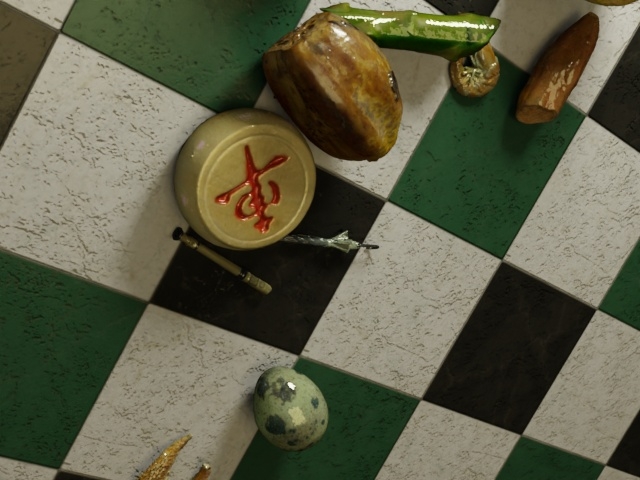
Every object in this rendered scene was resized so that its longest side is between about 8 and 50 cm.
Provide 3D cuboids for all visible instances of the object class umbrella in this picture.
[{"bbox_3d":[0.003,-0.001,1.801,0.268,0.044,0.044,5,78,-32],"label":"umbrella"}]

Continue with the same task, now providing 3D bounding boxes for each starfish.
[{"bbox_3d":[-0.354,0.510,1.816,0.302,0.060,0.299,0,114,-29],"label":"starfish"}]

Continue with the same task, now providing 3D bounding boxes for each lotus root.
[{"bbox_3d":[0.037,-0.254,1.622,0.193,0.193,0.291,-44,124,-6],"label":"lotus root"}]

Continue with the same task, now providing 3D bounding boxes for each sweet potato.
[{"bbox_3d":[0.476,-0.335,1.886,0.097,0.097,0.252,31,96,-36],"label":"sweet potato"}]

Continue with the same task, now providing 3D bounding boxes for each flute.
[{"bbox_3d":[-0.173,0.041,1.728,0.233,0.027,0.027,35,92,-36],"label":"flute"}]

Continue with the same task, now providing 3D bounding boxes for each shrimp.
[{"bbox_3d":[0.283,-0.351,1.810,0.099,0.041,0.180,-23,123,-2],"label":"shrimp"}]

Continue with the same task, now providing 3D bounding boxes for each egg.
[{"bbox_3d":[-0.062,0.324,1.852,0.141,0.141,0.182,-33,115,-13],"label":"egg"}]

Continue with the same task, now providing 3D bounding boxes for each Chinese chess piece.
[{"bbox_3d":[-0.126,-0.103,1.646,0.250,0.097,0.251,-12,116,-25],"label":"Chinese chess piece"}]

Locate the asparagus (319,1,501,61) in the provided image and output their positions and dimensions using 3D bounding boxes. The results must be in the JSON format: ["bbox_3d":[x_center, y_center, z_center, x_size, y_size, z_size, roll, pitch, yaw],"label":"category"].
[{"bbox_3d":[0.156,-0.369,1.685,0.342,0.082,0.085,-3,138,-19],"label":"asparagus"}]

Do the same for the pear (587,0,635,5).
[{"bbox_3d":[0.528,-0.553,1.729,0.271,0.271,0.271,-12,117,-25],"label":"pear"}]
